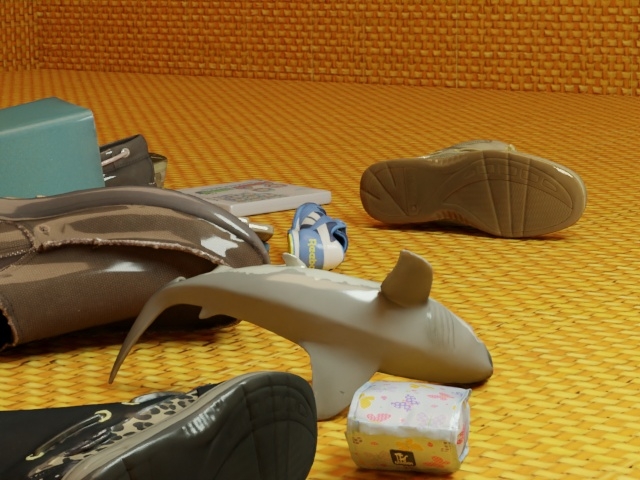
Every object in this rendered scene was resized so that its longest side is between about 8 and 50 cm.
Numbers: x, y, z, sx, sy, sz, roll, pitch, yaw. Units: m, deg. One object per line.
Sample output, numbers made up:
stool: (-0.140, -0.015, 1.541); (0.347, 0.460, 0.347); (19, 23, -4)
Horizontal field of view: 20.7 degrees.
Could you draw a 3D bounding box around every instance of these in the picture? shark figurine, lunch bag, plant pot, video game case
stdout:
shark figurine: (-0.018, 0.072, 1.226); (0.278, 0.116, 0.166); (8, -23, 7)
lunch bag: (0.055, 0.116, 1.080); (0.071, 0.053, 0.083); (3, 1, 9)
plant pot: (-0.332, -0.028, 1.640); (0.234, 0.165, 0.165); (-12, 13, -20)
video game case: (-0.091, -0.052, 2.136); (0.157, 0.019, 0.143); (-9, 13, -40)

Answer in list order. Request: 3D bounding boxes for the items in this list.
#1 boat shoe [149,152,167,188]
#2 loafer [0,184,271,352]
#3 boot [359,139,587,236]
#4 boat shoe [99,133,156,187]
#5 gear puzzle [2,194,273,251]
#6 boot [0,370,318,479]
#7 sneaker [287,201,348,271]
boat shoe: (-0.259, -0.074, 2.228); (0.056, 0.048, 0.153); (23, 30, 38)
loafer: (-0.223, 0.043, 1.405); (0.365, 0.134, 0.130); (1, 47, -1)
boot: (0.203, -0.063, 1.974); (0.262, 0.095, 0.203); (0, 8, 30)
boat shoe: (-0.353, -0.068, 2.021); (0.335, 0.096, 0.112); (-5, 11, -23)
gear puzzle: (-0.217, 0.009, 1.512); (0.339, 0.044, 0.175); (6, -17, -17)
boot: (-0.125, 0.119, 0.985); (0.178, 0.085, 0.236); (3, 11, 31)
sneaker: (0.000, 0.000, 1.745); (0.059, 0.053, 0.144); (-1, 18, 5)
